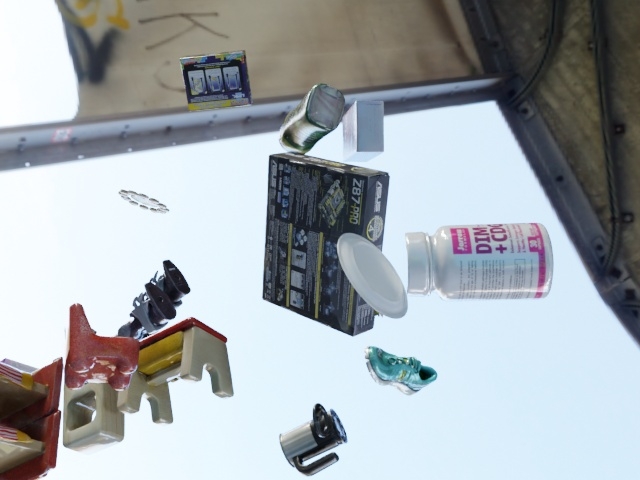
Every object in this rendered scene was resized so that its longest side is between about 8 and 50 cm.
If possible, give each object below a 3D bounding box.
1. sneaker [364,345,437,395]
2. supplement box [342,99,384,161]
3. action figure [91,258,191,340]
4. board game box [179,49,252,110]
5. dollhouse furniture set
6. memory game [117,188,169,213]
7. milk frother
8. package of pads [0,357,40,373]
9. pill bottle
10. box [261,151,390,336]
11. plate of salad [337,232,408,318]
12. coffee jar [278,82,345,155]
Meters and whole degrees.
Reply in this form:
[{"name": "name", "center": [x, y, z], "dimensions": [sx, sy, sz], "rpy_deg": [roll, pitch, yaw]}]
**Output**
[{"name": "sneaker", "center": [0.221, 0.348, 1.891], "dimensions": [0.110, 0.275, 0.107], "rpy_deg": [-29, -130, 31]}, {"name": "supplement box", "center": [0.107, -0.277, 1.761], "dimensions": [0.239, 0.073, 0.130], "rpy_deg": [-179, -92, -84]}, {"name": "action figure", "center": [-0.347, 0.166, 1.252], "dimensions": [0.099, 0.185, 0.285], "rpy_deg": [47, -60, 4]}, {"name": "board game box", "center": [-0.274, -0.424, 1.806], "dimensions": [0.048, 0.171, 0.141], "rpy_deg": [-86, 171, -66]}, {"name": "dollhouse furniture set", "center": [-0.309, 0.141, 0.749], "dimensions": [0.374, 0.201, 0.152], "rpy_deg": [-27, -128, 18]}, {"name": "memory game", "center": [-0.612, -0.132, 2.357], "dimensions": [0.186, 0.186, 0.012], "rpy_deg": [-5, -118, 53]}, {"name": "milk frother", "center": [-0.028, 0.425, 1.492], "dimensions": [0.143, 0.135, 0.129], "rpy_deg": [60, 6, -19]}, {"name": "package of pads", "center": [-0.528, 0.235, 1.199], "dimensions": [0.050, 0.083, 0.031], "rpy_deg": [-23, -132, 42]}, {"name": "pill bottle", "center": [0.317, 0.046, 1.400], "dimensions": [0.160, 0.283, 0.160], "rpy_deg": [-2, 90, -87]}, {"name": "box", "center": [0.000, 0.000, 1.671], "dimensions": [0.318, 0.097, 0.394], "rpy_deg": [17, -70, 40]}, {"name": "plate of salad", "center": [0.098, 0.072, 1.337], "dimensions": [0.048, 0.200, 0.199], "rpy_deg": [-40, -111, 28]}, {"name": "coffee jar", "center": [-0.023, -0.243, 1.397], "dimensions": [0.184, 0.079, 0.096], "rpy_deg": [-29, -137, 64]}]
